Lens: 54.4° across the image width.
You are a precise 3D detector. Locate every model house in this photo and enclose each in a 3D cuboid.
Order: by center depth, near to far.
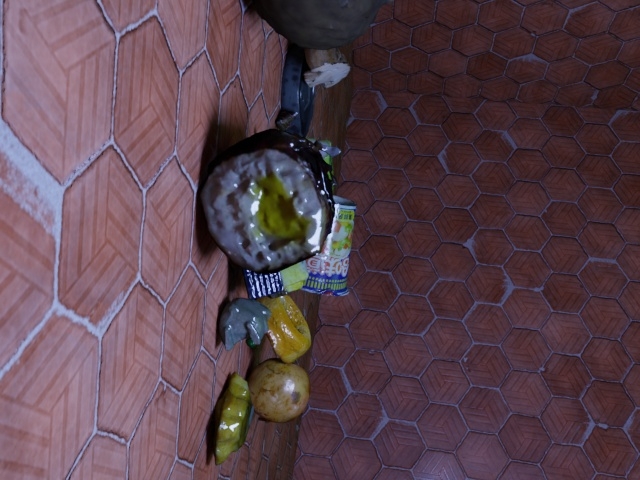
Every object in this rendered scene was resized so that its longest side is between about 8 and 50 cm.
[{"bbox_3d":[-0.164,0.062,1.646,0.211,0.170,0.193,-15,94,-56],"label":"model house"}]

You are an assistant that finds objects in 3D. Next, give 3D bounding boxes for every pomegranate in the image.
[{"bbox_3d":[-0.132,0.479,1.960,0.215,0.215,0.215,6,90,-83],"label":"pomegranate"}]

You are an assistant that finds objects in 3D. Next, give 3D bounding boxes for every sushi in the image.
[{"bbox_3d":[-0.103,-0.097,1.394,0.294,0.281,0.299,-48,136,-77],"label":"sushi"}]

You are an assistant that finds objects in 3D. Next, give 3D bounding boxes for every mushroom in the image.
[{"bbox_3d":[0.004,-0.597,2.038,0.286,0.156,0.151,-6,72,-82],"label":"mushroom"}]

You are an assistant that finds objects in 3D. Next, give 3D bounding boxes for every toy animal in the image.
[{"bbox_3d":[-0.191,0.199,1.650,0.251,0.125,0.127,-78,-172,-79],"label":"toy animal"}]

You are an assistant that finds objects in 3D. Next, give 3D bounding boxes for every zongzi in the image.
[{"bbox_3d":[-0.103,-0.395,1.999,0.067,0.074,0.083,51,41,-54],"label":"zongzi"}]

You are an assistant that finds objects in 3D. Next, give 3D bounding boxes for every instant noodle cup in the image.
[{"bbox_3d":[0.000,0.000,2.160,0.284,0.284,0.312,-49,153,-78],"label":"instant noodle cup"}]

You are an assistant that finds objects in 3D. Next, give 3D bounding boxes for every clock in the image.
[{"bbox_3d":[-0.072,-0.519,2.156,0.325,0.067,0.325,6,90,-83],"label":"clock"}]

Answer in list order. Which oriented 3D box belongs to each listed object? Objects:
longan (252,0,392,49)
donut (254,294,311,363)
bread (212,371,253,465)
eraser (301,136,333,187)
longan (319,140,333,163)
[{"bbox_3d":[0.007,-0.639,1.433,0.391,0.391,0.391,6,90,-83],"label":"longan"},{"bbox_3d":[-0.123,0.270,1.962,0.253,0.118,0.253,55,13,-19],"label":"donut"},{"bbox_3d":[-0.233,0.478,1.659,0.233,0.088,0.160,-72,164,-64],"label":"bread"},{"bbox_3d":[-0.064,-0.208,1.937,0.274,0.210,0.092,80,17,-60],"label":"eraser"},{"bbox_3d":[-0.041,-0.267,2.200,0.187,0.167,0.167,-49,168,-5],"label":"longan"}]
